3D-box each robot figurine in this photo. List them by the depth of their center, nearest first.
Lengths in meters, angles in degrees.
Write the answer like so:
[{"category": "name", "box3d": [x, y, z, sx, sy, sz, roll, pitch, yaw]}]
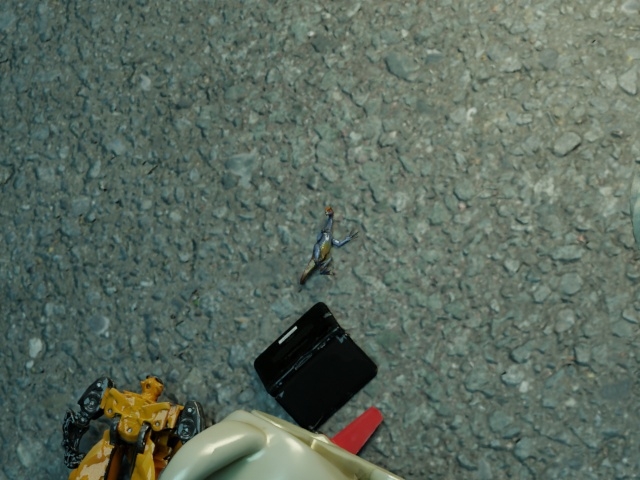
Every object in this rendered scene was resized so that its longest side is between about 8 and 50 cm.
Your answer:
[{"category": "robot figurine", "box3d": [-0.244, 0.312, 1.802, 0.211, 0.085, 0.291, 13, 80, 24]}]

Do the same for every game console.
[{"category": "game console", "box3d": [-0.008, 0.157, 1.794, 0.122, 0.071, 0.107, -43, 34, 5]}]

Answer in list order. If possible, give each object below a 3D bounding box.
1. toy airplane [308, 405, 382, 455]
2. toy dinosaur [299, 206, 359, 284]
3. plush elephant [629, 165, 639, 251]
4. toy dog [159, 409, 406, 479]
[{"category": "toy airplane", "box3d": [0.032, 0.276, 1.732, 0.151, 0.028, 0.151, -6, 73, 22]}, {"category": "toy dinosaur", "box3d": [0.000, 0.000, 1.825, 0.090, 0.047, 0.082, -23, 48, 25]}, {"category": "plush elephant", "box3d": [0.473, -0.014, 1.509, 0.330, 0.272, 0.255, -21, 92, 40]}, {"category": "toy dog", "box3d": [-0.063, 0.408, 1.521, 0.284, 0.395, 0.408, 21, 85, 29]}]
